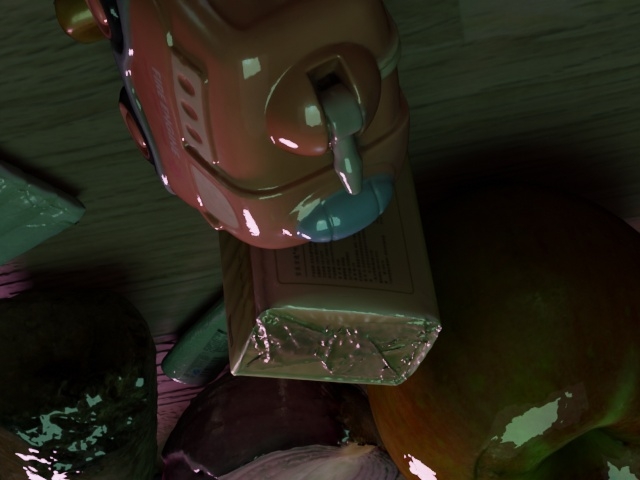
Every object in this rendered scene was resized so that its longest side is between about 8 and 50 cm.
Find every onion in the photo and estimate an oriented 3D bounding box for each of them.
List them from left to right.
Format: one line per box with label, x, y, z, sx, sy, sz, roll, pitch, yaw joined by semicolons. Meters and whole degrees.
onion;-0.086;0.249;1.517;0.349;0.159;0.267;-37;142;26

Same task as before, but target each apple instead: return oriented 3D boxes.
apple;0.206;0.112;1.300;0.340;0.339;0.339;-6;143;-5

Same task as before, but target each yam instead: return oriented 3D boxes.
yam;-0.259;0.181;1.371;0.195;0.195;0.300;-4;144;-9

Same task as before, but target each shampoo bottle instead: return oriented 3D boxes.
shampoo bottle;-0.102;0.089;1.412;0.069;0.041;0.190;14;136;-26

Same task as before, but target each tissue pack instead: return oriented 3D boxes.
tissue pack;0.000;0.000;1.163;0.159;0.234;0.125;5;142;-19

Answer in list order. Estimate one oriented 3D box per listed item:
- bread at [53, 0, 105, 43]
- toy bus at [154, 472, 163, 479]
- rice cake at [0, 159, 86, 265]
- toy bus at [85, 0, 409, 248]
bread;-0.154;-0.193;1.027;0.103;0.049;0.062;-22;168;13
toy bus;-0.178;0.431;1.749;0.190;0.152;0.312;3;141;-17
rice cake;-0.351;-0.020;1.217;0.198;0.037;0.189;-33;137;27
toy bus;-0.032;-0.119;0.973;0.194;0.232;0.287;-29;143;-16
